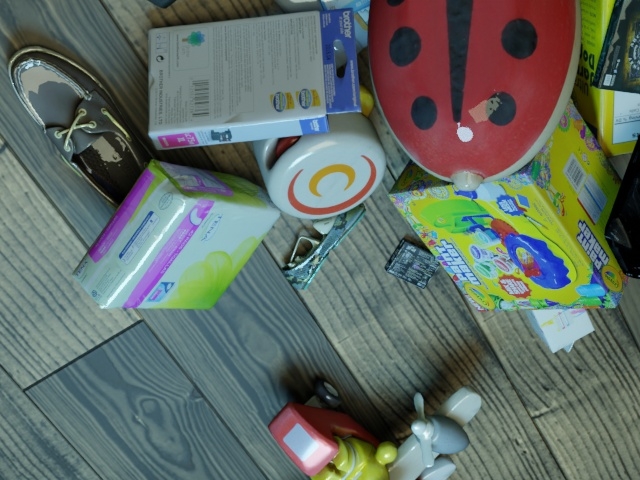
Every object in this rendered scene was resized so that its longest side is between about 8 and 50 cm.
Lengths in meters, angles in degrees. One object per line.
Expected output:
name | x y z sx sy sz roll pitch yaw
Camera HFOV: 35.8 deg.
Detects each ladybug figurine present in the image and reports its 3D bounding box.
ladybug figurine | 0.206 -0.295 1.377 0.305 0.162 0.450 -4 84 15

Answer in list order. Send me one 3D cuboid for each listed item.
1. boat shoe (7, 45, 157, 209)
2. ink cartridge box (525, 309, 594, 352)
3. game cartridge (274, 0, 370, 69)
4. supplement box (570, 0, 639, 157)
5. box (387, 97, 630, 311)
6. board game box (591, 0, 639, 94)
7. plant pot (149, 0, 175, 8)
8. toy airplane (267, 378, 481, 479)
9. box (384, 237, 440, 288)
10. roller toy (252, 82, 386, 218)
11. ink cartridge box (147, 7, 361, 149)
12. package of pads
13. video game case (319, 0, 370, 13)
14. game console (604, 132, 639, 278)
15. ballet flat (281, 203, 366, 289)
boat shoe | -0.351 -0.158 1.519 0.116 0.097 0.324 -36 116 6
ink cartridge box | 0.428 0.126 1.814 0.090 0.092 0.143 -29 118 2
game cartridge | 0.071 -0.425 1.509 0.297 0.062 0.198 -39 120 8
supplement box | 0.491 -0.336 1.556 0.194 0.195 0.357 -9 115 -7
box | 0.319 -0.047 1.587 0.290 0.279 0.177 49 57 -25
board game box | 0.480 -0.306 1.444 0.126 0.026 0.186 5 113 -14
plant pot | -0.229 -0.441 1.378 0.187 0.188 0.167 27 120 -22
toy airplane | 0.104 0.450 1.797 0.384 0.272 0.386 -6 115 -10
box | 0.165 0.042 1.762 0.083 0.018 0.067 24 108 -21
roller toy | -0.005 -0.144 1.549 0.191 0.146 0.209 -14 145 -10
ink cartridge box | -0.097 -0.239 1.460 0.311 0.186 0.065 -7 156 6
package of pads | -0.211 -0.005 1.536 0.229 0.101 0.296 -52 158 14
video game case | 0.036 -0.421 1.466 0.119 0.015 0.166 -25 117 0
game console | 0.536 -0.010 1.558 0.361 0.044 0.213 47 62 -47
ballet flat | 0.000 0.000 1.687 0.070 0.070 0.188 33 101 -23
